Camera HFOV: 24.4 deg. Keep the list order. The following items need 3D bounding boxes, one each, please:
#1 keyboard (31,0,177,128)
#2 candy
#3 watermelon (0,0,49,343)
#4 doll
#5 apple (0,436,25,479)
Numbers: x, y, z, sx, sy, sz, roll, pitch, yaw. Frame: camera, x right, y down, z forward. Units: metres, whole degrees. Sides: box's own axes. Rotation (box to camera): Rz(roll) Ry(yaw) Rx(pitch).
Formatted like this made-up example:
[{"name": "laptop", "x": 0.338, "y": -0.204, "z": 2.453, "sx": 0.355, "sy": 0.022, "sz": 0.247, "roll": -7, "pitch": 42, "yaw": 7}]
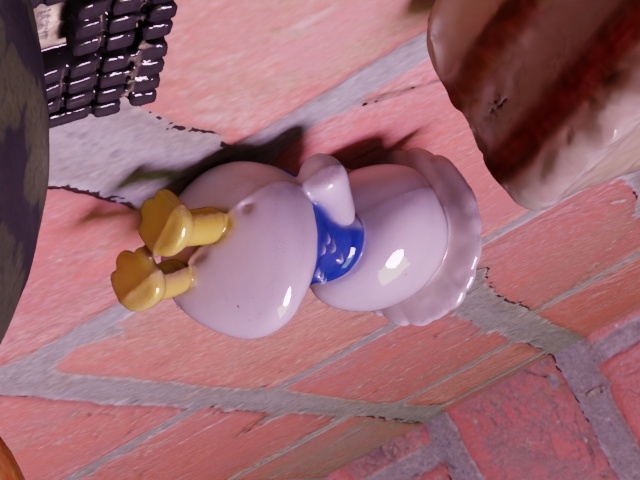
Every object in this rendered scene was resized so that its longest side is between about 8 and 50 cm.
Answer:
[{"name": "keyboard", "x": -0.079, "y": -0.118, "z": 0.510, "sx": 0.106, "sy": 0.027, "sz": 0.317, "roll": -21, "pitch": 164, "yaw": -20}, {"name": "candy", "x": 0.190, "y": -0.148, "z": 0.674, "sx": 0.179, "sy": 0.135, "sz": 0.320, "roll": -20, "pitch": 166, "yaw": -28}, {"name": "watermelon", "x": -0.162, "y": -0.025, "z": 0.330, "sx": 0.212, "sy": 0.212, "sz": 0.212, "roll": -25, "pitch": 165, "yaw": -7}, {"name": "doll", "x": 0.000, "y": 0.000, "z": 0.905, "sx": 0.293, "sy": 0.119, "sz": 0.138, "roll": -3, "pitch": 136, "yaw": -47}, {"name": "apple", "x": -0.298, "y": 0.202, "z": 0.789, "sx": 0.309, "sy": 0.250, "sz": 0.277, "roll": -19, "pitch": 164, "yaw": -19}]
